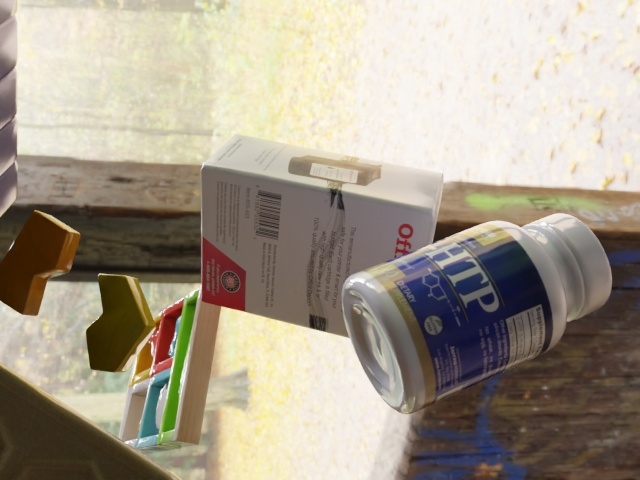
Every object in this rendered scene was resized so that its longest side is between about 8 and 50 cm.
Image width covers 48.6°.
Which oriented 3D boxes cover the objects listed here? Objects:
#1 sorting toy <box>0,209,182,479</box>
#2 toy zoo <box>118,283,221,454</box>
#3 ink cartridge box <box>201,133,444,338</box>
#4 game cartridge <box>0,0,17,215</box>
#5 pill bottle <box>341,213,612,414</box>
[{"bbox_3d":[-0.195,0.151,0.451,0.307,0.229,0.041,-59,-11,-4],"label":"sorting toy"},{"bbox_3d":[-0.213,0.184,0.947,0.293,0.030,0.192,-30,48,55],"label":"toy zoo"},{"bbox_3d":[0.000,0.000,0.757,0.100,0.237,0.171,-60,-21,-57],"label":"ink cartridge box"},{"bbox_3d":[-0.239,-0.023,0.336,0.355,0.068,0.230,-80,1,-56],"label":"game cartridge"},{"bbox_3d":[0.121,0.048,0.547,0.112,0.187,0.112,58,160,35],"label":"pill bottle"}]
